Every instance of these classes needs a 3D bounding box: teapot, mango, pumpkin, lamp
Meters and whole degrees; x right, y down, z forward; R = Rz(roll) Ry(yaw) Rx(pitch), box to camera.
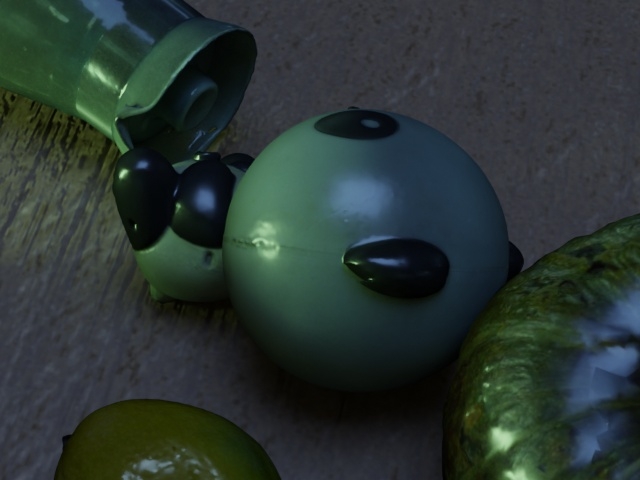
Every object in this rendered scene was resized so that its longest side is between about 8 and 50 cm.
[{"bbox_3d":[-0.162,-0.156,1.163,0.225,0.171,0.203,37,23,15],"label":"teapot"},{"bbox_3d":[-0.073,0.189,0.897,0.137,0.091,0.237,-16,52,-13],"label":"mango"},{"bbox_3d":[0.196,0.116,0.937,0.232,0.242,0.325,14,57,36],"label":"pumpkin"},{"bbox_3d":[0.000,0.000,1.023,0.244,0.198,0.198,13,46,27],"label":"lamp"}]
